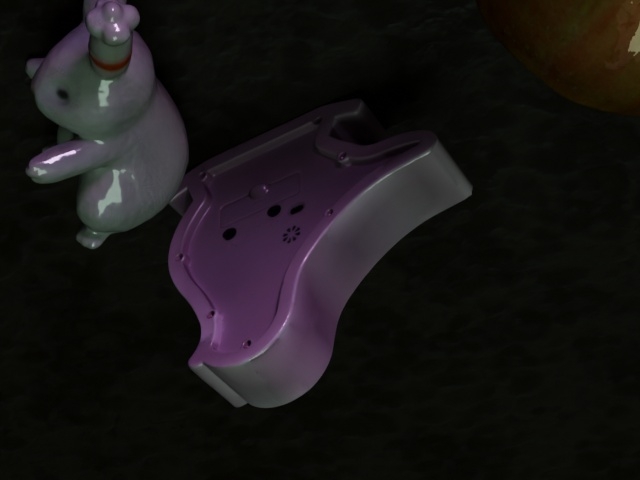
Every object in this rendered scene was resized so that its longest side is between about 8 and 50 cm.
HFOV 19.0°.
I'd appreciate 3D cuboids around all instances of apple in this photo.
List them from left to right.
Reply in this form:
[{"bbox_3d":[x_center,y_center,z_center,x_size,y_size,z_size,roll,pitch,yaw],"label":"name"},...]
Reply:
[{"bbox_3d":[0.258,-0.232,1.547,0.242,0.242,0.241,18,122,-26],"label":"apple"}]

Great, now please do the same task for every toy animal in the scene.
[{"bbox_3d":[-0.202,-0.126,1.679,0.138,0.140,0.282,-17,144,0],"label":"toy animal"}]

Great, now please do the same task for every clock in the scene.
[{"bbox_3d":[0.000,0.000,1.747,0.290,0.275,0.080,-27,132,19],"label":"clock"}]
